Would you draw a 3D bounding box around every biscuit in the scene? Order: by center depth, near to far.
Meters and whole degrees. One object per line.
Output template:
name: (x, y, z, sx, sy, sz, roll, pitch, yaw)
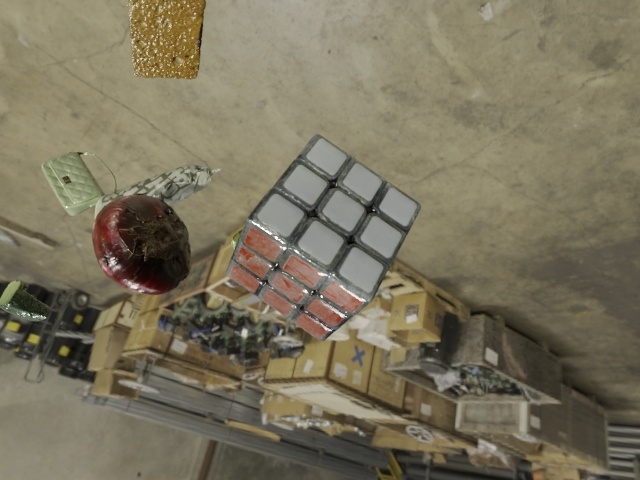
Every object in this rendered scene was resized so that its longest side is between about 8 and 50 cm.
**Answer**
biscuit: (-0.278, -0.376, 0.859, 0.130, 0.025, 0.231, -4, 159, -21)

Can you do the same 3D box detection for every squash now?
squash: (-0.258, -0.022, 1.811, 0.075, 0.200, 0.090, -38, 98, 28)

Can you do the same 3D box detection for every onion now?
onion: (-0.515, 0.014, 1.379, 0.232, 0.314, 0.314, -26, 136, 29)

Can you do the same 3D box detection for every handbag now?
handbag: (-0.920, -0.237, 1.834, 0.256, 0.219, 0.079, 54, 156, 11)

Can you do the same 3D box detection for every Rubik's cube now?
Rubik's cube: (0.000, 0.000, 1.107, 0.303, 0.301, 0.305, 36, 148, -2)

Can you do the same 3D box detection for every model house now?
model house: (-0.610, 0.128, 0.989, 0.078, 0.066, 0.083, -7, 142, 41)

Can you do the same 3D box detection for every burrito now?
burrito: (-0.546, -0.165, 1.618, 0.445, 0.139, 0.101, -28, 146, -17)
